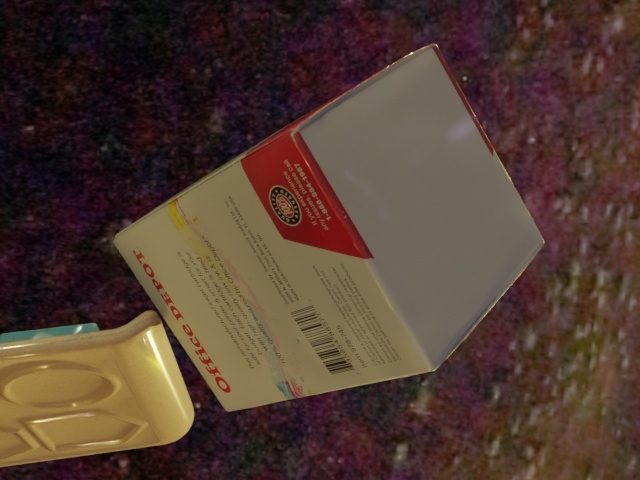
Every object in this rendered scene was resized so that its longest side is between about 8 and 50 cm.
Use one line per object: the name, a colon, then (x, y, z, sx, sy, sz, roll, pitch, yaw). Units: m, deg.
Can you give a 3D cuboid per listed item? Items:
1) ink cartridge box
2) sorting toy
ink cartridge box: (0.000, 0.000, 0.455, 0.127, 0.176, 0.128, -39, 102, -42)
sorting toy: (-0.193, 0.103, 0.522, 0.193, 0.208, 0.038, 91, -14, -60)
